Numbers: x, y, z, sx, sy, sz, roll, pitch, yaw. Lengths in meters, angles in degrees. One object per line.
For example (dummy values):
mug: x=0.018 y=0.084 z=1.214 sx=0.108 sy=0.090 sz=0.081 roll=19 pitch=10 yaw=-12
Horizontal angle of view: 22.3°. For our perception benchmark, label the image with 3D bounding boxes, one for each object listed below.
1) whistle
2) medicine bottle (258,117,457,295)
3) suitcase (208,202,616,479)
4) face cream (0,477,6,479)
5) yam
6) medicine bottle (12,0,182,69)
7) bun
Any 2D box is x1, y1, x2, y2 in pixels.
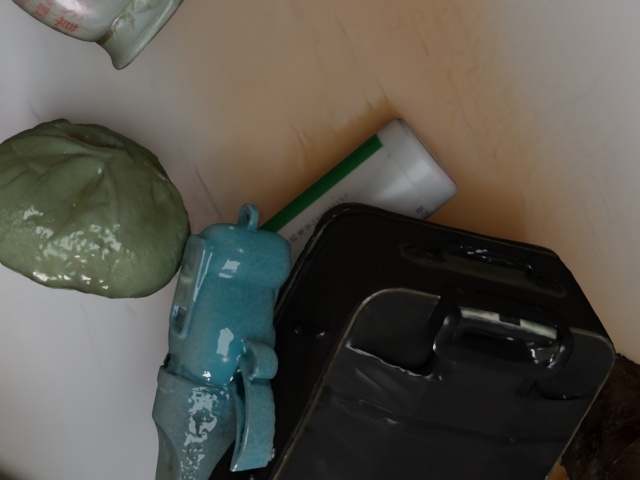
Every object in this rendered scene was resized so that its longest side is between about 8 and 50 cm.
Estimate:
whistle: x=-0.093 y=0.101 z=1.391 sx=0.093 sy=0.186 sz=0.274 roll=11 pitch=98 yaw=-29
medicine bottle: x=0.000 y=0.000 z=1.489 sx=0.260 sy=0.095 sz=0.095 roll=-37 pitch=106 yaw=7
suitcase: x=0.065 y=0.178 z=1.456 sx=0.283 sy=0.194 sz=0.434 roll=13 pitch=120 yaw=-22
face cream: x=-0.316 y=0.282 z=1.556 sx=0.269 sy=0.073 sz=0.107 roll=32 pitch=88 yaw=-12
yam: x=0.291 y=0.227 z=1.497 sx=0.131 sy=0.280 sz=0.131 roll=-2 pitch=117 yaw=-3
medicine bottle: x=-0.183 y=-0.236 z=1.373 sx=0.143 sy=0.147 sz=0.147 roll=35 pitch=101 yaw=-16
bun: x=-0.201 y=-0.034 z=1.406 sx=0.195 sy=0.195 sz=0.118 roll=19 pitch=113 yaw=-10
